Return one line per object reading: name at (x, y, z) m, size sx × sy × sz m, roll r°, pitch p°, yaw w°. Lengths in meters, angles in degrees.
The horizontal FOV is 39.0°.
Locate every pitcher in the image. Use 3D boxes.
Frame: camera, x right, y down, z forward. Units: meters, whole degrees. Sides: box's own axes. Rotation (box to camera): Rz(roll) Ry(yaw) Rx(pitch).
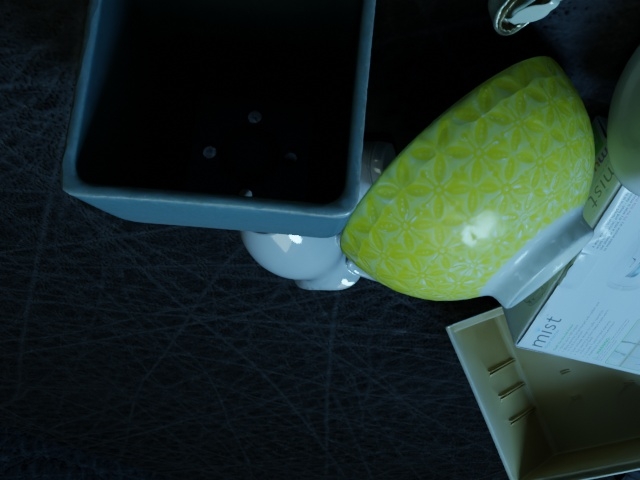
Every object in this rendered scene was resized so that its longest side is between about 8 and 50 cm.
pitcher at (0.000, 0.000, 1.166) m, size 0.178 × 0.125 × 0.207 m, roll 7°, pitch 160°, yaw 27°

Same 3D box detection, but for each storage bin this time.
storage bin at (0.356, 0.194, 1.286) m, size 0.123 × 0.262 × 0.260 m, roll -16°, pitch 171°, yaw -44°

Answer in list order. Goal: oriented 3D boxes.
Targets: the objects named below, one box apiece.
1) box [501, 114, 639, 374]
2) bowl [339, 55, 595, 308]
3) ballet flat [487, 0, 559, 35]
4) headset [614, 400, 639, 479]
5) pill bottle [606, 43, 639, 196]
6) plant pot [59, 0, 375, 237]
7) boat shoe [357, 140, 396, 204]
box at (0.369, 0.020, 1.049) m, size 0.231 × 0.126 × 0.262 m, roll 13°, pitch 126°, yaw -12°
bowl at (0.178, -0.025, 0.910) m, size 0.289 × 0.156 × 0.289 m, roll -36°, pitch 164°, yaw -12°
ballet flat at (0.220, -0.233, 0.799) m, size 0.057 × 0.052 × 0.168 m, roll 26°, pitch 144°, yaw -29°
headset at (0.510, 0.211, 1.368) m, size 0.185 × 0.243 × 0.394 m, roll 22°, pitch 137°, yaw 12°
pill bottle at (0.455, -0.096, 0.864) m, size 0.323 × 0.181 × 0.181 m, roll 13°, pitch 149°, yaw -11°
plant pot at (-0.079, -0.119, 0.880) m, size 0.248 × 0.247 × 0.252 m, roll 5°, pitch 167°, yaw 3°
boat shoe at (0.062, -0.058, 1.128) m, size 0.063 × 0.066 × 0.184 m, roll 13°, pitch 155°, yaw 18°
